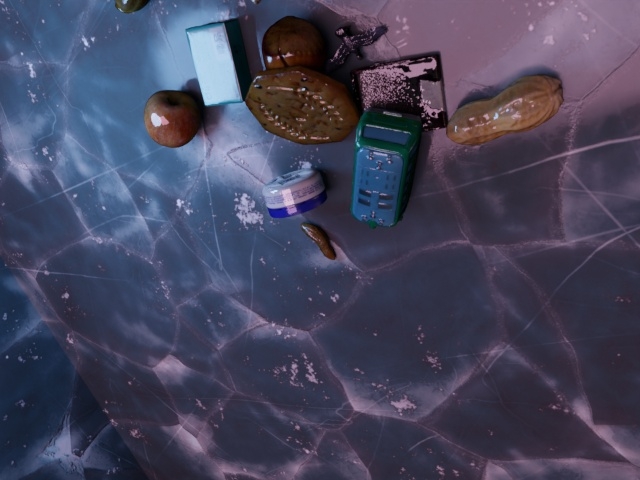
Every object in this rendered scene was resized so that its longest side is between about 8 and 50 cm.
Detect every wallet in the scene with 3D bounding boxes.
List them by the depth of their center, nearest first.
[{"bbox_3d":[0.229,-0.415,1.553,0.262,0.071,0.221,-4,115,20],"label":"wallet"}]

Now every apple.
[{"bbox_3d":[-0.510,-0.415,1.813,0.188,0.188,0.174,34,137,3],"label":"apple"}]

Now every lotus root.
[{"bbox_3d":[-0.572,-0.822,1.643,0.123,0.124,0.241,40,126,11],"label":"lotus root"}]

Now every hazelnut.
[{"bbox_3d":[-0.078,-0.538,1.552,0.208,0.208,0.208,11,122,18],"label":"hazelnut"}]

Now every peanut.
[{"bbox_3d":[0.490,-0.344,1.428,0.313,0.149,0.149,-14,111,31],"label":"peanut"}]

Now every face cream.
[{"bbox_3d":[-0.088,-0.162,1.752,0.205,0.206,0.111,-10,110,28],"label":"face cream"}]

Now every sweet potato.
[{"bbox_3d":[0.001,0.001,1.902,0.054,0.053,0.182,-41,102,-4],"label":"sweet potato"}]

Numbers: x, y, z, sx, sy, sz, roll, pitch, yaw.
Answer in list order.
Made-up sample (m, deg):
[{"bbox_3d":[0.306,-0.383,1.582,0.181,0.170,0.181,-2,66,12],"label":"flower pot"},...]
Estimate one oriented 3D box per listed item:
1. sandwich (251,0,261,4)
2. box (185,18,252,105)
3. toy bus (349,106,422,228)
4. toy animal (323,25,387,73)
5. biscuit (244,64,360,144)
[{"bbox_3d":[-0.192,-0.809,1.496,0.292,0.109,0.212,-26,111,36],"label":"sandwich"},{"bbox_3d":[-0.320,-0.568,1.696,0.153,0.092,0.245,2,119,23],"label":"box"},{"bbox_3d":[0.186,-0.200,1.569,0.183,0.200,0.344,12,137,12],"label":"toy bus"},{"bbox_3d":[0.087,-0.568,1.529,0.220,0.062,0.108,-25,105,27],"label":"toy animal"},{"bbox_3d":[-0.056,-0.393,1.591,0.358,0.046,0.359,11,157,5],"label":"biscuit"}]
